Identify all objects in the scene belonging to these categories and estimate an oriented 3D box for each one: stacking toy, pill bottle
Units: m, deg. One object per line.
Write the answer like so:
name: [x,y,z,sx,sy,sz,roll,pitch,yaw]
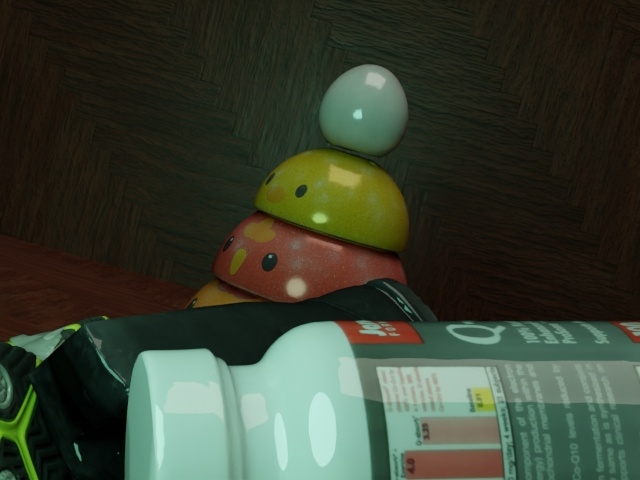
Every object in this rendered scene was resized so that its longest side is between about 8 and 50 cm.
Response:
stacking toy: [0.000,0.000,1.973,0.351,0.479,0.350,15,2,-1]
pill bottle: [0.068,0.153,0.938,0.363,0.210,0.210,1,6,-13]

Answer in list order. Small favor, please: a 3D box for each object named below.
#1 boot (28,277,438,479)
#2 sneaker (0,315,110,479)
boot: [0.015,0.196,1.270,0.367,0.146,0.445,47,25,22]
sneaker: [-0.281,0.156,1.222,0.147,0.145,0.385,-17,-4,17]
